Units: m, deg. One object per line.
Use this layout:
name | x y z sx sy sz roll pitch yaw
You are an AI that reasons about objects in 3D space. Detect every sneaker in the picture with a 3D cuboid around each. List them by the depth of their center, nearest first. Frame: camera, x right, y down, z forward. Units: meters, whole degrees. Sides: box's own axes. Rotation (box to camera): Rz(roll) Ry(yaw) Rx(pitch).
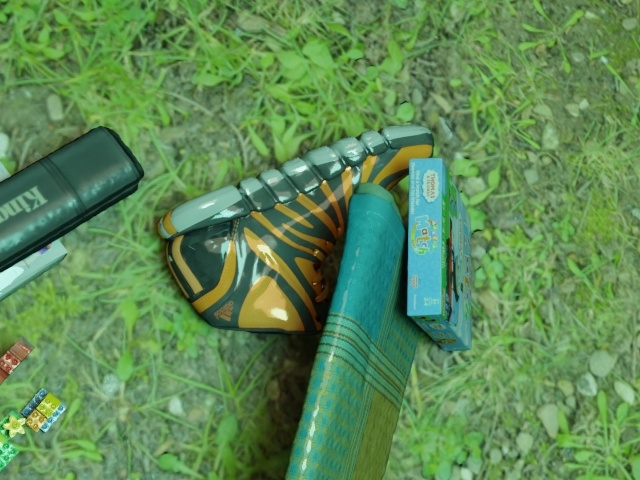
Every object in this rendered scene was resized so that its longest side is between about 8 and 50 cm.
sneaker | 0.000 0.000 1.115 0.321 0.124 0.180 -24 90 -14

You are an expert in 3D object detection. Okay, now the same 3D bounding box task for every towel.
towel | 0.032 0.159 1.017 0.040 0.271 0.370 9 71 20

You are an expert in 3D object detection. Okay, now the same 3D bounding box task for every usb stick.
usb stick | -0.296 -0.018 0.990 0.278 0.045 0.077 -35 92 -25

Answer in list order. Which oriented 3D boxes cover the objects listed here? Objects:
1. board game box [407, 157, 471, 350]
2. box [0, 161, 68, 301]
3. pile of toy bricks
board game box | 0.129 0.022 1.109 0.039 0.211 0.160 -2 75 15
box | -0.364 0.008 1.003 0.186 0.038 0.145 -37 92 -24
pile of toy bricks | -0.307 0.194 0.940 0.118 0.105 0.212 42 66 -7
